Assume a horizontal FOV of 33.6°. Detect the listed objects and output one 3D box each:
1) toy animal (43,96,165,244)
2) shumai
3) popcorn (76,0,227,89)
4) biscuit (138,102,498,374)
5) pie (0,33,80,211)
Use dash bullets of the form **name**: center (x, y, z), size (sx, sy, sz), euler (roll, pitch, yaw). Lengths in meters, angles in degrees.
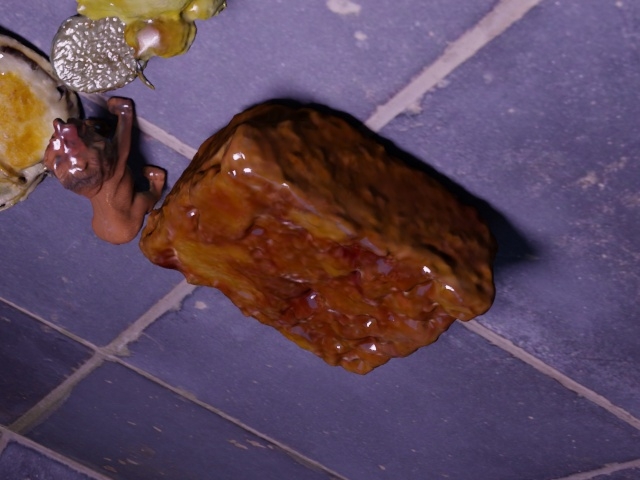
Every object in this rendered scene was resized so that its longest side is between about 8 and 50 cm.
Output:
- **toy animal**: center (-0.297, -0.080, 1.457), size (0.097, 0.157, 0.312), euler (10, 146, 17)
- **shumai**: center (-0.264, -0.234, 1.281), size (0.124, 0.087, 0.099), euler (-21, 108, -3)
- **popcorn**: center (-0.198, -0.283, 1.090), size (0.168, 0.173, 0.195), euler (-4, 148, 13)
- **biscuit**: center (0.000, 0.000, 1.396), size (0.395, 0.166, 0.343), euler (32, 148, -16)
- **pie**: center (-0.492, -0.160, 1.451), size (0.339, 0.077, 0.339), euler (-5, 137, -5)
